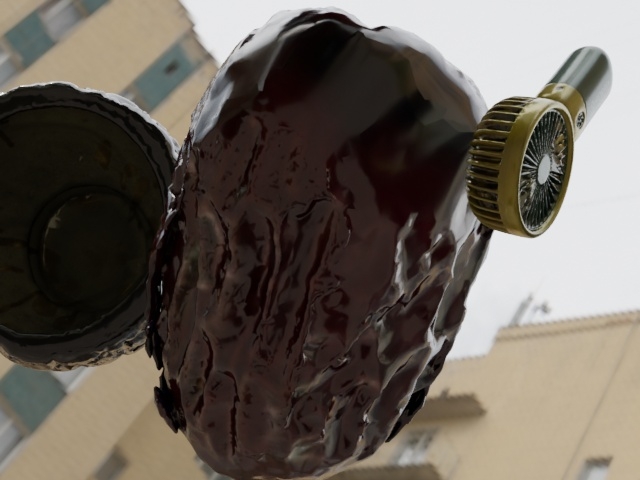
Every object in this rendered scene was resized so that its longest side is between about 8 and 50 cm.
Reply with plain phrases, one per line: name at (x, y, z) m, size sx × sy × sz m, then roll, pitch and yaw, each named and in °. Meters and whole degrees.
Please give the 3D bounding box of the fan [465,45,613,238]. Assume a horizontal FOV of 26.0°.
fan at (0.134, -0.065, 0.834) m, size 0.039 × 0.155 × 0.082 m, roll 13°, pitch -46°, yaw 31°

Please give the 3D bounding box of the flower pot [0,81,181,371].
flower pot at (-0.234, 0.004, 1.358) m, size 0.267 × 0.266 × 0.267 m, roll 30°, pitch -8°, yaw 9°

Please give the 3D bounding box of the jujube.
jujube at (0.000, 0.000, 1.063) m, size 0.258 × 0.258 × 0.376 m, roll 27°, pitch -63°, yaw 12°
